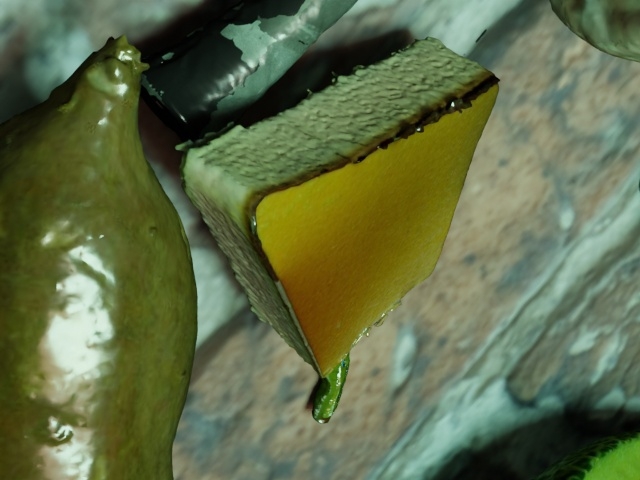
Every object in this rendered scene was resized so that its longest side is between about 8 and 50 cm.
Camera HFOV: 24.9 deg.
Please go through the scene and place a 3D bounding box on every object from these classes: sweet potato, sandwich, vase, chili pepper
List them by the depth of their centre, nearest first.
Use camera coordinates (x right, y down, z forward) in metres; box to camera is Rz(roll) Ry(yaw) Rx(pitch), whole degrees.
[{"bbox_3d":[-0.132,0.083,0.664,0.158,0.158,0.369,-7,111,-30],"label":"sweet potato"},{"bbox_3d":[-0.010,-0.111,0.680,0.167,0.059,0.059,-41,132,-6],"label":"vase"},{"bbox_3d":[0.000,0.000,0.710,0.193,0.058,0.162,-29,144,-45],"label":"sandwich"},{"bbox_3d":[0.006,0.067,0.825,0.027,0.022,0.083,-18,130,-26],"label":"chili pepper"}]

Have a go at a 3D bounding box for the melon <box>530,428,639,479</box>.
[{"bbox_3d":[0.206,0.261,0.958,0.331,0.226,0.343,-38,119,8],"label":"melon"}]

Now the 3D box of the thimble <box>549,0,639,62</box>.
[{"bbox_3d":[0.206,-0.189,0.681,0.148,0.196,0.229,4,115,-34],"label":"thimble"}]
